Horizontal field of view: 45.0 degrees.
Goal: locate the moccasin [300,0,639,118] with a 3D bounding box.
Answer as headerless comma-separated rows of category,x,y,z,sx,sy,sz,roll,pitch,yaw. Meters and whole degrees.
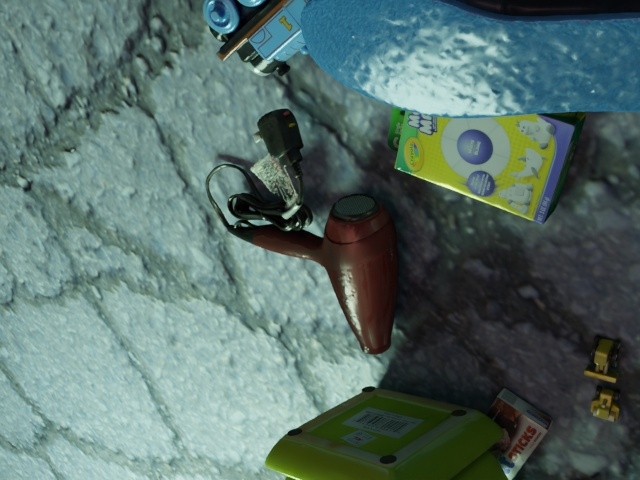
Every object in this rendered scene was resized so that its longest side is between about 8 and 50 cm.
moccasin,0.155,-0.169,0.619,0.342,0.117,0.138,12,143,21

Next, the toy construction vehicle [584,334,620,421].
toy construction vehicle,0.302,0.151,0.760,0.085,0.035,0.098,16,125,28

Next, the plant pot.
plant pot,0.080,0.296,0.866,0.228,0.227,0.207,2,105,45

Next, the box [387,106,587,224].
box,0.142,-0.096,0.719,0.179,0.043,0.105,24,128,24

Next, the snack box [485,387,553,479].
snack box,0.203,0.249,0.900,0.064,0.022,0.178,33,131,17

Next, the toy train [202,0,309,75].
toy train,-0.035,-0.229,0.742,0.184,0.080,0.105,-30,103,43

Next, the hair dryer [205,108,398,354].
hair dryer,0.000,0.000,0.879,0.293,0.080,0.223,55,149,2
